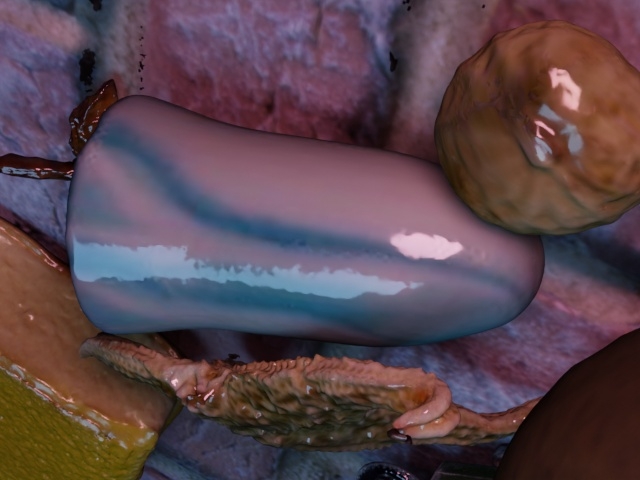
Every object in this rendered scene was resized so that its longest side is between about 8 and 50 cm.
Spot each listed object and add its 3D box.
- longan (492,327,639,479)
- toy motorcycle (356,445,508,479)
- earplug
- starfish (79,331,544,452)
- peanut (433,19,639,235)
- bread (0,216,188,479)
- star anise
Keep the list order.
[{"bbox_3d":[0.265,0.223,0.903,0.361,0.361,0.361,20,142,16],"label":"longan"},{"bbox_3d":[0.164,0.279,1.227,0.274,0.125,0.187,0,123,36],"label":"toy motorcycle"},{"bbox_3d":[0.000,0.000,0.990,0.324,0.185,0.185,8,137,22],"label":"earplug"},{"bbox_3d":[0.015,0.127,1.074,0.432,0.083,0.324,-2,167,44],"label":"starfish"},{"bbox_3d":[0.142,-0.067,0.856,0.140,0.109,0.159,52,153,-6],"label":"peanut"},{"bbox_3d":[-0.309,0.143,1.394,0.323,0.143,0.333,34,144,0],"label":"bread"},{"bbox_3d":[-0.216,-0.049,1.123,0.140,0.144,0.158,-156,57,-66],"label":"star anise"}]
